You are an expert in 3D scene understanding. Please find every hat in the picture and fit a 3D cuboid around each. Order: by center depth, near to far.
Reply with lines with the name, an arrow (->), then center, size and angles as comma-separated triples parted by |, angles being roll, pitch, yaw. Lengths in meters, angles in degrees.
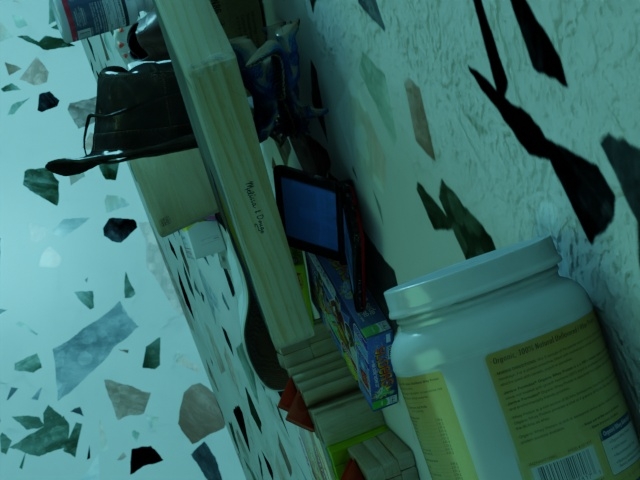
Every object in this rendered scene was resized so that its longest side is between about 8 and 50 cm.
hat -> -0.231, -0.176, 1.730 | 0.331, 0.331, 0.134 | -174, 71, -77

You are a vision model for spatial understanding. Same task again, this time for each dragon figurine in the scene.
dragon figurine -> -0.045, -0.158, 1.398 | 0.289, 0.085, 0.144 | -142, 33, -77

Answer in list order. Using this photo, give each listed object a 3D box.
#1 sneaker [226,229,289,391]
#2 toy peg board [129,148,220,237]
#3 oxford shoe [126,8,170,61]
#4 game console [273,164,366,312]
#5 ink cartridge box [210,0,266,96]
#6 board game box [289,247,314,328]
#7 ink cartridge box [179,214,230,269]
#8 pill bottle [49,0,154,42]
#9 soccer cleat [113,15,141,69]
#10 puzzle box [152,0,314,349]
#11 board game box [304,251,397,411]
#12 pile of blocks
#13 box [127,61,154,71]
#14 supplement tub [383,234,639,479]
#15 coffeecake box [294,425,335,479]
sneaker -> -0.076, 0.074, 1.913 | 0.123, 0.106, 0.290 | -120, 21, -78
toy peg board -> -0.201, -0.095, 2.066 | 0.079, 0.161, 0.161 | 59, -174, -67
oxford shoe -> -0.278, -0.339, 2.135 | 0.271, 0.098, 0.097 | 180, 71, -77
game console -> 0.000, 0.000, 1.436 | 0.144, 0.085, 0.124 | 86, 175, -52
ink cartridge box -> -0.142, -0.315, 1.590 | 0.193, 0.088, 0.234 | -119, 14, -44
board game box -> -0.042, 0.039, 1.691 | 0.181, 0.043, 0.092 | -104, 6, -67
ink cartridge box -> -0.242, -0.028, 2.534 | 0.115, 0.067, 0.198 | -174, 66, -76
pill bottle -> -0.375, -0.418, 2.249 | 0.108, 0.180, 0.108 | 161, 90, -78
soccer cleat -> -0.378, -0.389, 2.598 | 0.196, 0.068, 0.076 | 81, 168, -50
puzzle box -> -0.104, -0.106, 1.437 | 0.272, 0.052, 0.409 | -116, 9, -45
board game box -> 0.034, 0.089, 1.558 | 0.136, 0.035, 0.201 | 83, 163, -46
pile of blocks -> 0.017, 0.247, 1.695 | 0.362, 0.113, 0.149 | -122, 18, -48
box -> -0.285, -0.212, 2.454 | 0.063, 0.067, 0.324 | 90, 157, -57
supplement tub -> 0.133, 0.109, 0.884 | 0.144, 0.144, 0.199 | 159, 93, -78
coffeecake box -> 0.023, 0.312, 1.876 | 0.185, 0.068, 0.142 | -161, 52, -76
